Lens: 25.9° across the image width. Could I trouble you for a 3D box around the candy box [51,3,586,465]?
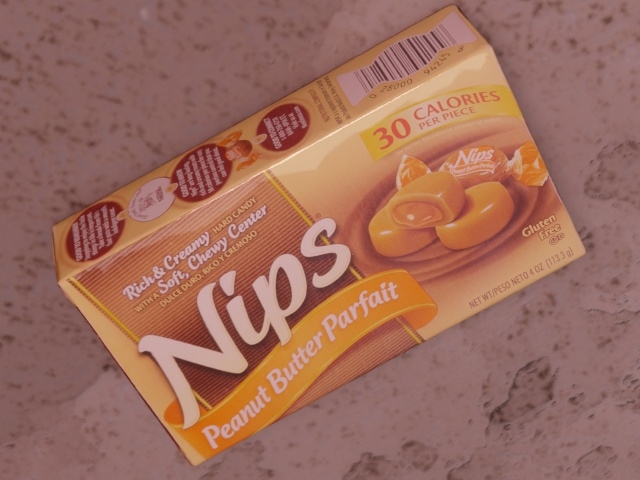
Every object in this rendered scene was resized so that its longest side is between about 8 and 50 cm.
[{"bbox_3d":[0.000,0.000,0.951,0.316,0.087,0.183,-28,121,4],"label":"candy box"}]
